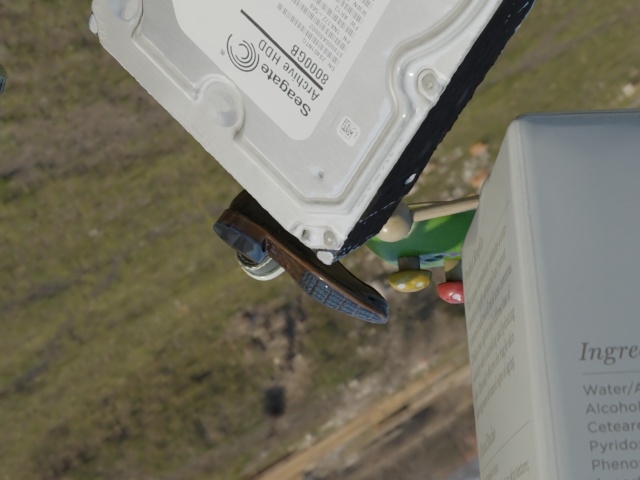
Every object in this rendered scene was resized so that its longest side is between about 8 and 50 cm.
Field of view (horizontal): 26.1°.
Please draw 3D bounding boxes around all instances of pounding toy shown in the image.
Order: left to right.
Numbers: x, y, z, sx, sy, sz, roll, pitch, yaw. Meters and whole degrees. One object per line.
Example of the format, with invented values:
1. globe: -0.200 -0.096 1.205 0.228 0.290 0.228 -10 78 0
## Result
1. pounding toy: 0.141 0.018 1.716 0.183 0.110 0.237 -3 169 -1

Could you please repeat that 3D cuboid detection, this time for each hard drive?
1. hard drive: 0.006 -0.175 0.777 0.064 0.237 0.339 -31 162 -44

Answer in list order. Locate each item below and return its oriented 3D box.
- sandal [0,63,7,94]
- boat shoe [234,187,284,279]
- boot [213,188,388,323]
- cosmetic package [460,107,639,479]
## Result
1. sandal: -0.439 -0.179 1.280 0.302 0.120 0.086 -2 109 -37
2. boat shoe: -0.036 -0.099 1.685 0.305 0.109 0.091 -66 159 1
3. boot: 0.000 0.000 1.538 0.106 0.219 0.082 -57 178 -20
4. cosmetic package: 0.298 0.132 1.073 0.327 0.394 0.329 -2 164 -2
